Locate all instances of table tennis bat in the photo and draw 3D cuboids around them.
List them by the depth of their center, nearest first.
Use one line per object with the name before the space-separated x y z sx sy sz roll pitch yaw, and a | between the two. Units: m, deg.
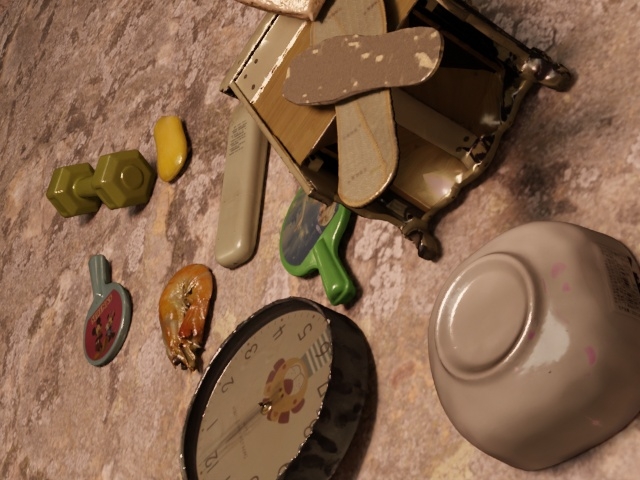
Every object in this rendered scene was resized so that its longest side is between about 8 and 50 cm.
table tennis bat | 0.000 0.000 1.423 0.160 0.039 0.257 -52 33 23
table tennis bat | -0.405 0.124 1.905 0.153 0.040 0.244 -45 43 29

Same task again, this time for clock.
clock | -0.067 0.215 1.318 0.313 0.061 0.312 -35 36 31

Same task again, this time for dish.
dish | 0.199 0.092 1.015 0.256 0.117 0.256 -32 46 41

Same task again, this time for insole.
insole | 0.040 -0.187 1.098 0.248 0.011 0.081 3 75 50
insole | 0.036 -0.183 1.117 0.119 0.009 0.348 -35 47 36

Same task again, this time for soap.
soap | -0.282 -0.180 1.925 0.089 0.033 0.168 -43 40 27

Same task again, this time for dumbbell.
dumbbell | -0.443 -0.111 2.036 0.302 0.121 0.108 -6 36 54

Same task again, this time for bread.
bread | -0.064 -0.319 1.227 0.152 0.105 0.077 28 100 61

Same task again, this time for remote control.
remote control | -0.126 -0.102 1.655 0.090 0.038 0.309 -25 51 43

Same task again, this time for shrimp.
shrimp | -0.213 0.119 1.629 0.115 0.051 0.217 -42 37 27

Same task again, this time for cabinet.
cabinet | 0.083 -0.195 1.264 0.290 0.228 0.318 -54 37 15
